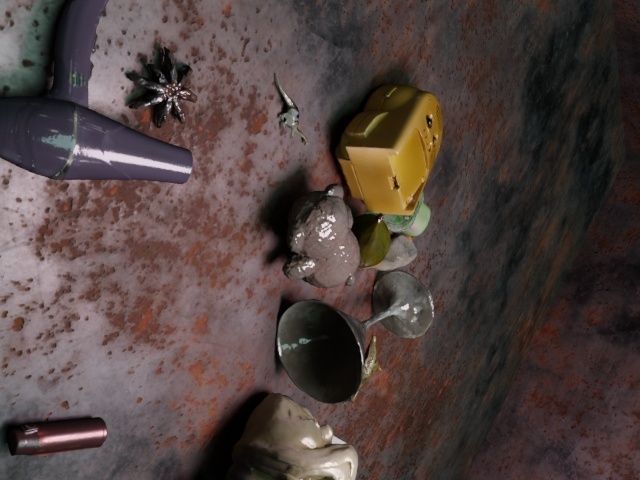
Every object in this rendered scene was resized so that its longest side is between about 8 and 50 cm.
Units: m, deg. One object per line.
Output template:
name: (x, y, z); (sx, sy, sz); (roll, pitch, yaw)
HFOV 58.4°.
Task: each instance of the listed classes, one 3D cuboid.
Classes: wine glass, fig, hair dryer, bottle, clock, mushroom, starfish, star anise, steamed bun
wine glass: (0.112, 0.220, 1.496); (0.406, 0.267, 0.267); (-21, 121, -49)
fig: (0.138, -0.009, 1.452); (0.126, 0.185, 0.133); (17, 61, -33)
hair dryer: (-0.323, -0.262, 0.874); (0.301, 0.121, 0.361); (7, 92, -41)
bottle: (-0.468, 0.348, 1.019); (0.164, 0.060, 0.060); (14, 96, -51)
clock: (0.191, -0.245, 1.429); (0.317, 0.200, 0.244); (-54, 142, -31)
mushroom: (0.184, 0.043, 1.621); (0.223, 0.081, 0.092); (-11, 120, -45)
starfish: (0.127, 0.398, 1.750); (0.217, 0.050, 0.223); (26, 81, -44)
star anise: (-0.265, -0.259, 0.995); (0.141, 0.042, 0.141); (-25, 125, -40)
steamed bun: (-0.085, 0.561, 1.333); (0.247, 0.339, 0.352); (2, 104, -50)

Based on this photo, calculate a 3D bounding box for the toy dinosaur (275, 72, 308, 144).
toy dinosaur: (-0.066, -0.268, 1.228); (0.180, 0.037, 0.058); (74, 28, -46)

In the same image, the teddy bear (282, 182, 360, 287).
teddy bear: (0.001, 0.001, 1.331); (0.236, 0.151, 0.267); (-52, 139, -21)

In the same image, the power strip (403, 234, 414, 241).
power strip: (0.276, -0.067, 1.718); (0.049, 0.028, 0.178); (-13, 117, -47)

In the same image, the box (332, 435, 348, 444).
box: (-0.030, 0.702, 1.581); (0.210, 0.095, 0.330); (48, 51, -48)

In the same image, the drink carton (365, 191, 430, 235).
drink carton: (0.231, -0.082, 1.578); (0.142, 0.144, 0.146); (28, 85, -57)
